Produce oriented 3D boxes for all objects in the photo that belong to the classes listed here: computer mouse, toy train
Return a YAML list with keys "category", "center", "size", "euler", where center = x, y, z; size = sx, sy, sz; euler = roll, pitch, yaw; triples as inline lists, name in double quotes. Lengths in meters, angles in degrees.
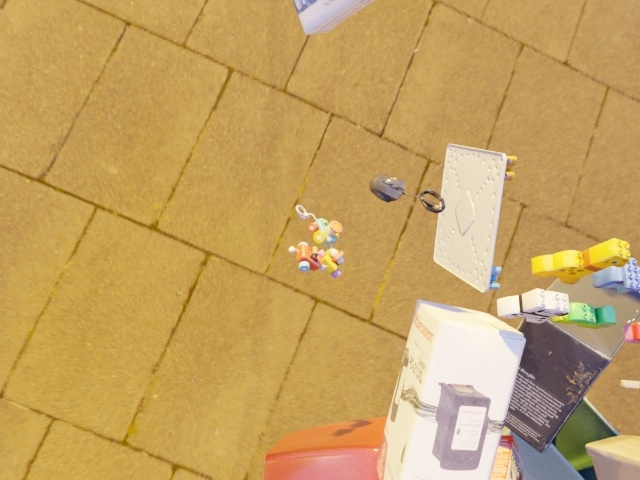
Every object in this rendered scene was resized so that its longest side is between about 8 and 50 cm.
- category: "computer mouse"
  center: [0.223, -0.126, 1.727]
  size: [0.242, 0.041, 0.071]
  euler: [21, 75, 37]
- category: "toy train"
  center: [0.000, 0.000, 1.208]
  size: [0.125, 0.046, 0.166]
  euler: [37, 33, -31]

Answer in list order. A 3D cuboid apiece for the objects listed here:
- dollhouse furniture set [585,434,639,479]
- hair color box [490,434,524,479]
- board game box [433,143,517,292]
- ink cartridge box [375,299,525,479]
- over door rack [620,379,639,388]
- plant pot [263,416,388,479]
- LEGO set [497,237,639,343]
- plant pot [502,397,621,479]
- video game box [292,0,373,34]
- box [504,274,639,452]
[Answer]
- category: "dollhouse furniture set"
  center: [0.451, 0.279, 0.684]
  size: [0.303, 0.286, 0.198]
  euler: [-11, 82, -6]
- category: "hair color box"
  center: [0.388, 0.509, 1.393]
  size: [0.093, 0.053, 0.167]
  euler: [63, 36, -27]
- category: "board game box"
  center: [0.454, -0.081, 1.974]
  size: [0.050, 0.390, 0.390]
  euler: [2, 102, -12]
- category: "ink cartridge box"
  center: [0.146, 0.202, 0.783]
  size: [0.100, 0.172, 0.237]
  euler: [14, 93, -2]
- category: "over door rack"
  center: [0.934, 0.513, 1.755]
  size: [0.108, 0.324, 0.239]
  euler: [6, 86, -10]
- category: "plant pot"
  center: [0.017, 0.511, 1.338]
  size: [0.235, 0.267, 0.267]
  euler: [1, 87, 11]
- category: "LEGO set"
  center: [0.308, 0.048, 0.703]
  size: [0.227, 0.093, 0.087]
  euler: [11, 66, -22]
- category: "plant pot"
  center: [0.580, 0.542, 1.705]
  size: [0.248, 0.252, 0.247]
  euler: [49, 42, 12]
- category: "video game box"
  center: [0.018, -0.348, 0.682]
  size: [0.048, 0.187, 0.205]
  euler: [-25, 96, -42]
- category: "box"
  center: [0.513, 0.228, 1.390]
  size: [0.183, 0.294, 0.296]
  euler: [36, 40, 23]
